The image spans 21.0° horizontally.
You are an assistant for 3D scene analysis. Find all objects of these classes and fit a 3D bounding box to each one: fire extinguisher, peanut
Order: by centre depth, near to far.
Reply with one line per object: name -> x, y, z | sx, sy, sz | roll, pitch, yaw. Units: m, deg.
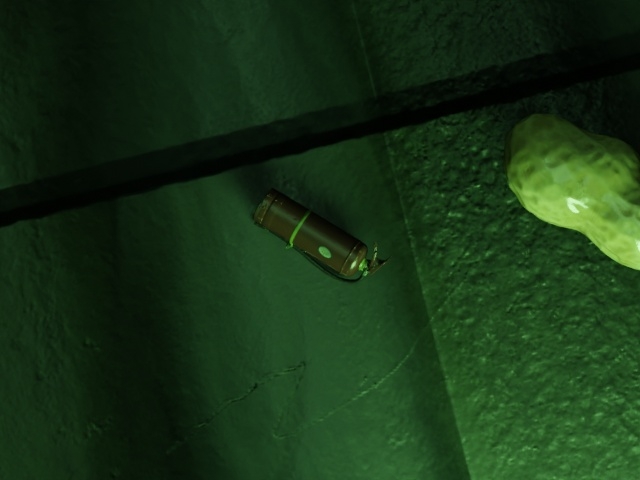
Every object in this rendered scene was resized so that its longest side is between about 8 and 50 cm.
peanut -> 0.270, -0.039, 1.583 | 0.227, 0.086, 0.104 | 31, 67, 7
fire extinguisher -> 0.000, 0.000, 1.621 | 0.132, 0.039, 0.056 | 32, 118, 7
